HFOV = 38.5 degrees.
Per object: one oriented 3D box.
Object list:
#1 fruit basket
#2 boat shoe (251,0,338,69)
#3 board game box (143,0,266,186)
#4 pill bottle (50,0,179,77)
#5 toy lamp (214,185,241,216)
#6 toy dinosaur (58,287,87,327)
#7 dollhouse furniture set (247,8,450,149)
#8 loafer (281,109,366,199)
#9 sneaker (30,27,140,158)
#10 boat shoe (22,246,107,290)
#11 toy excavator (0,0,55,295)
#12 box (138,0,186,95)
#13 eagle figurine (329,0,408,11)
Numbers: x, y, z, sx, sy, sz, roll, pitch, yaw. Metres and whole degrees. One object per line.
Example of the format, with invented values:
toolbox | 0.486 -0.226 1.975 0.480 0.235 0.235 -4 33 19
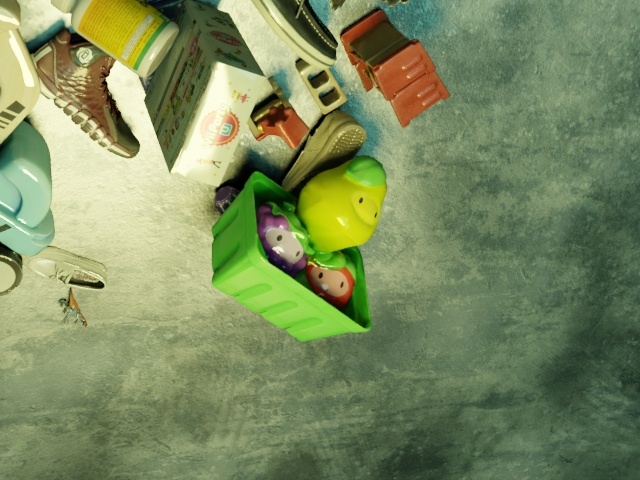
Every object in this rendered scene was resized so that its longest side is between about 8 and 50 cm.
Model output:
fruit basket | 0.000 0.000 1.911 0.392 0.282 0.392 -3 139 -3
boat shoe | -0.085 -0.520 1.652 0.156 0.186 0.500 -30 123 9
board game box | -0.216 -0.271 1.647 0.098 0.303 0.224 14 118 -27
pill bottle | -0.368 -0.395 1.635 0.208 0.117 0.117 35 108 -7
toy lamp | -0.139 -0.019 2.043 0.080 0.080 0.274 -36 131 6
toy dinosaur | -0.541 0.161 2.037 0.090 0.047 0.082 -54 143 6
dollhouse furniture set | 0.039 -0.283 1.847 0.374 0.201 0.152 -33 128 2
loafer | 0.003 -0.175 1.982 0.102 0.092 0.268 16 132 -35
sneaker | -0.409 -0.287 1.738 0.162 0.106 0.281 -43 126 7
boat shoe | -0.543 0.068 1.955 0.184 0.063 0.066 23 112 -32
toy excavator | -0.589 -0.180 1.650 0.445 0.222 0.433 -38 129 12
box | -0.303 -0.379 1.757 0.137 0.036 0.225 -22 127 -6
eagle figurine | 0.115 -0.571 1.663 0.225 0.226 0.298 -3 102 11
